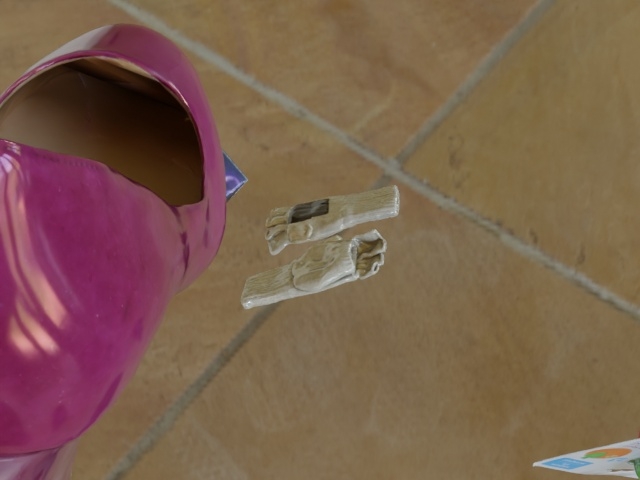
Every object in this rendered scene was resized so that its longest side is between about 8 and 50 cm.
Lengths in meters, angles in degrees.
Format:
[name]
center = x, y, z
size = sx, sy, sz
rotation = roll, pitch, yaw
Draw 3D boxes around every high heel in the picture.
[high heel]
center = -0.087, -0.048, 0.484
size = 0.127, 0.181, 0.377
rotation = 12, 34, -10

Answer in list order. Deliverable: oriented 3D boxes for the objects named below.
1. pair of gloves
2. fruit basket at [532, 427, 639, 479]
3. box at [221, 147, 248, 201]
[pair of gloves]
center = 0.000, 0.000, 1.612
size = 0.204, 0.042, 0.240
rotation = -14, 28, 21
[fruit basket]
center = 0.494, 0.262, 1.432
size = 0.353, 0.327, 0.165
rotation = -30, 57, 38
[box]
center = -0.189, -0.032, 0.938
size = 0.153, 0.108, 0.207
rotation = 48, 62, -2
